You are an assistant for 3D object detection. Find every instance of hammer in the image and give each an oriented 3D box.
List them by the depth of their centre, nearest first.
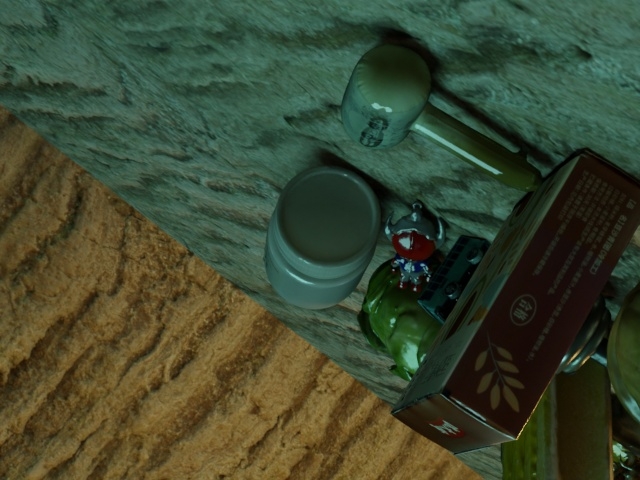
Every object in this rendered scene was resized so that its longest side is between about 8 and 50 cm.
[{"bbox_3d":[0.175,-0.151,1.691,0.305,0.113,0.202,28,169,0],"label":"hammer"}]

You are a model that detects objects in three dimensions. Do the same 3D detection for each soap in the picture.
[{"bbox_3d":[0.418,0.316,2.208,0.156,0.335,0.293,4,166,-10],"label":"soap"}]

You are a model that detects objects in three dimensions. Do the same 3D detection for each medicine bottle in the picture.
[{"bbox_3d":[0.000,0.000,2.336,0.211,0.211,0.371,32,166,4],"label":"medicine bottle"}]

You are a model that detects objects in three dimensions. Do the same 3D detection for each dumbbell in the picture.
[{"bbox_3d":[0.509,0.211,1.996,0.406,0.179,0.179,34,166,1],"label":"dumbbell"}]

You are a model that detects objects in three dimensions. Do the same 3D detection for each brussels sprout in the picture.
[{"bbox_3d":[0.205,0.161,2.376,0.259,0.227,0.294,53,-177,38],"label":"brussels sprout"}]

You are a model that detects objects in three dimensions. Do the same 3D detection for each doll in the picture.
[{"bbox_3d":[0.170,0.009,2.204,0.104,0.062,0.195,24,133,27],"label":"doll"}]

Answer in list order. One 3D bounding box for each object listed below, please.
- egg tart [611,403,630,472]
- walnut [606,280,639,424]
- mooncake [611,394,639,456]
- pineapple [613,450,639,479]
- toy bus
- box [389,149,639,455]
[{"bbox_3d":[0.644,0.468,2.607,0.388,0.169,0.388,30,169,6],"label":"egg tart"},{"bbox_3d":[0.526,0.154,1.631,0.277,0.282,0.253,36,128,13],"label":"walnut"},{"bbox_3d":[0.660,0.352,2.193,0.250,0.136,0.254,22,173,32],"label":"mooncake"},{"bbox_3d":[0.571,0.559,2.290,0.209,0.286,0.344,32,-172,-8],"label":"pineapple"},{"bbox_3d":[0.246,0.077,2.155,0.079,0.160,0.092,42,165,-31],"label":"toy bus"},{"bbox_3d":[0.272,0.099,1.713,0.122,0.385,0.344,32,166,1],"label":"box"}]
